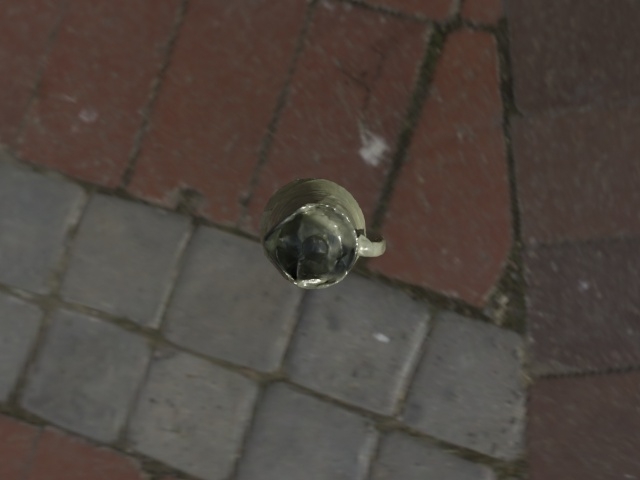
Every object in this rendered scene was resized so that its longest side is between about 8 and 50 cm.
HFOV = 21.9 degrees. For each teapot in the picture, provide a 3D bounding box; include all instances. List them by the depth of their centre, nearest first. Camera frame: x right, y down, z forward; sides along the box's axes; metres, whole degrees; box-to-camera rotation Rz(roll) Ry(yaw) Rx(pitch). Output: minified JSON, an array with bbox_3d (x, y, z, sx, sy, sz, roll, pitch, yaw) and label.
[{"bbox_3d":[0.000,0.000,0.846,0.067,0.083,0.057,5,98,1],"label":"teapot"}]
